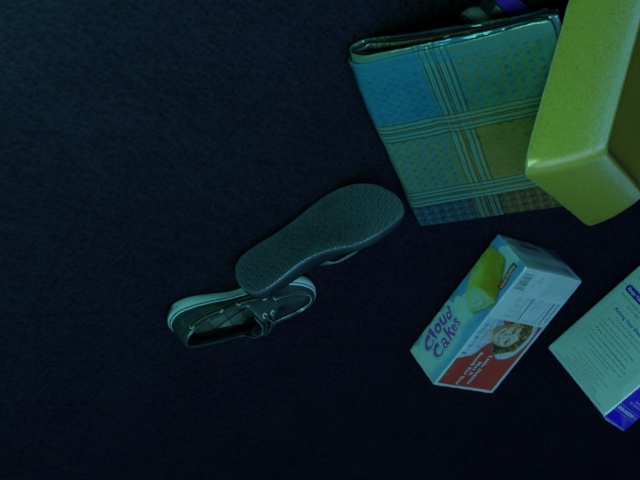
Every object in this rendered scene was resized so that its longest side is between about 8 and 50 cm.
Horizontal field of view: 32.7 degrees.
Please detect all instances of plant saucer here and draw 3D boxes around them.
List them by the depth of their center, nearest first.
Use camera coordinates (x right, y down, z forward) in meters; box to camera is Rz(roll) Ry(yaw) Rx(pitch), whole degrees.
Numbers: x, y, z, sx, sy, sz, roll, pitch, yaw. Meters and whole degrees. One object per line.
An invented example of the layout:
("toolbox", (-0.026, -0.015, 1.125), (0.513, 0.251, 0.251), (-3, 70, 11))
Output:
("plant saucer", (0.389, -0.199, 1.418), (0.333, 0.081, 0.332), (22, 83, -61))

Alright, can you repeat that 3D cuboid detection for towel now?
("towel", (0.213, -0.153, 1.476), (0.272, 0.040, 0.370), (-7, 143, 18))

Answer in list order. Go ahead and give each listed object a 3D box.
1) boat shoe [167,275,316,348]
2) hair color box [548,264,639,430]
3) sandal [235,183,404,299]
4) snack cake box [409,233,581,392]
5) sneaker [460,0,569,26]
("boat shoe", (-0.103, 0.108, 1.572), (0.229, 0.076, 0.080), (-7, 131, -26))
("hair color box", (0.604, 0.158, 1.971), (0.339, 0.185, 0.110), (-45, 137, 12))
("sandal", (-0.001, 0.000, 1.535), (0.255, 0.097, 0.054), (-26, 150, 6))
("snack cake box", (0.291, 0.127, 1.823), (0.152, 0.089, 0.264), (13, 120, -41))
("sneaker", (0.318, -0.254, 1.482), (0.146, 0.102, 0.293), (-42, 137, 7))
